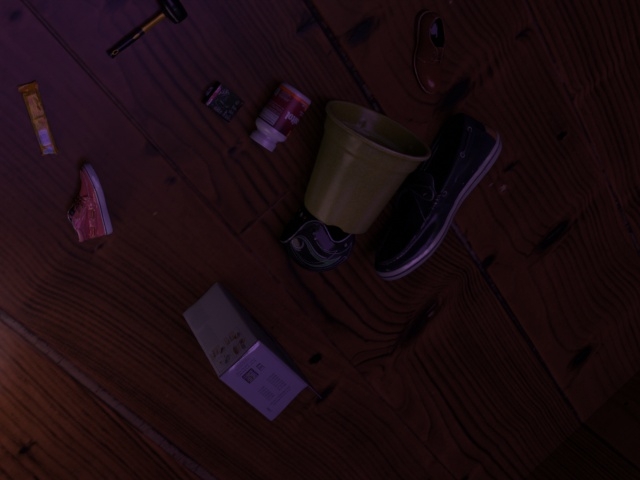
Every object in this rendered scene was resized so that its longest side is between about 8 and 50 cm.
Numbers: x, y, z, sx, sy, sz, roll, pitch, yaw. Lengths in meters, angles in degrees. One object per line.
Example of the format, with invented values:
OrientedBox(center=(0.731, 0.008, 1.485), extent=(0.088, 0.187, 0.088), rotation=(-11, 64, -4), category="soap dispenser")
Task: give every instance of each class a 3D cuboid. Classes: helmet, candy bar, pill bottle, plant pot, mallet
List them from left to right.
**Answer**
OrientedBox(center=(-0.591, -0.252, 1.613), extent=(0.040, 0.018, 0.161), rotation=(-18, 120, -15), category="candy bar")
OrientedBox(center=(-0.366, -0.444, 1.632), extent=(0.190, 0.039, 0.062), rotation=(-43, 127, 3), category="mallet")
OrientedBox(center=(-0.097, -0.289, 1.804), extent=(0.086, 0.086, 0.152), rotation=(31, 97, -34), category="pill bottle")
OrientedBox(center=(0.000, 0.000, 1.941), extent=(0.161, 0.169, 0.169), rotation=(39, 92, -18), category="helmet")
OrientedBox(center=(0.088, -0.165, 1.871), extent=(0.276, 0.276, 0.253), rotation=(12, 118, -31), category="plant pot")

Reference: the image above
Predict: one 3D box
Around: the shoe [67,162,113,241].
OrientedBox(center=(-0.522, -0.080, 1.699), extent=(0.081, 0.063, 0.178), rotation=(-22, 125, -23), category="shoe")

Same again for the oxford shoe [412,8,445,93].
OrientedBox(center=(0.279, -0.464, 1.922), extent=(0.076, 0.076, 0.212), rotation=(-21, 122, -19), category="oxford shoe")

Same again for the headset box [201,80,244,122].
OrientedBox(center=(-0.226, -0.320, 1.757), extent=(0.083, 0.032, 0.062), rotation=(35, 94, -33), category="headset box")

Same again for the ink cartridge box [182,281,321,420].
OrientedBox(center=(-0.171, 0.286, 1.896), extent=(0.130, 0.309, 0.272), rotation=(-44, 124, -3), category="ink cartridge box")

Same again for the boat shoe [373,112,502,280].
OrientedBox(center=(0.281, -0.120, 2.023), extent=(0.156, 0.187, 0.500), rotation=(37, 88, -29), category="boat shoe")
